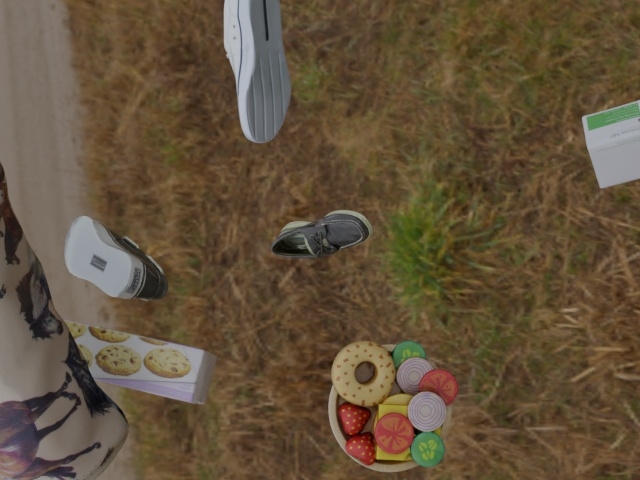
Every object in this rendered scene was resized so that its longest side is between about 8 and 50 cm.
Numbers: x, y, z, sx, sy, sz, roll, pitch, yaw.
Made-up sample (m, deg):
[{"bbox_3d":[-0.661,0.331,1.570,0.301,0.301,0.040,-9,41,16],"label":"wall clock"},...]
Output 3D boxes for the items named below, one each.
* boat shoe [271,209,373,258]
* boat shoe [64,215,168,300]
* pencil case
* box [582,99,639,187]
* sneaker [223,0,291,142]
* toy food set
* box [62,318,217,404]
[{"bbox_3d":[-0.001,-0.001,1.743,0.224,0.073,0.080,-8,120,43],"label":"boat shoe"},{"bbox_3d":[-0.276,0.031,1.253,0.219,0.070,0.077,31,98,49],"label":"boat shoe"},{"bbox_3d":[-0.340,0.059,0.946,0.160,0.183,0.410,-18,102,13],"label":"pencil case"},{"bbox_3d":[0.497,-0.158,1.555,0.101,0.102,0.087,-15,43,21],"label":"box"},{"bbox_3d":[-0.108,-0.291,1.533,0.091,0.094,0.258,20,114,51],"label":"sneaker"},{"bbox_3d":[0.046,0.105,0.597,0.020,0.083,0.083,140,133,-78],"label":"toy food set"},{"bbox_3d":[-0.288,0.132,1.127,0.324,0.063,0.067,12,79,10],"label":"box"}]
